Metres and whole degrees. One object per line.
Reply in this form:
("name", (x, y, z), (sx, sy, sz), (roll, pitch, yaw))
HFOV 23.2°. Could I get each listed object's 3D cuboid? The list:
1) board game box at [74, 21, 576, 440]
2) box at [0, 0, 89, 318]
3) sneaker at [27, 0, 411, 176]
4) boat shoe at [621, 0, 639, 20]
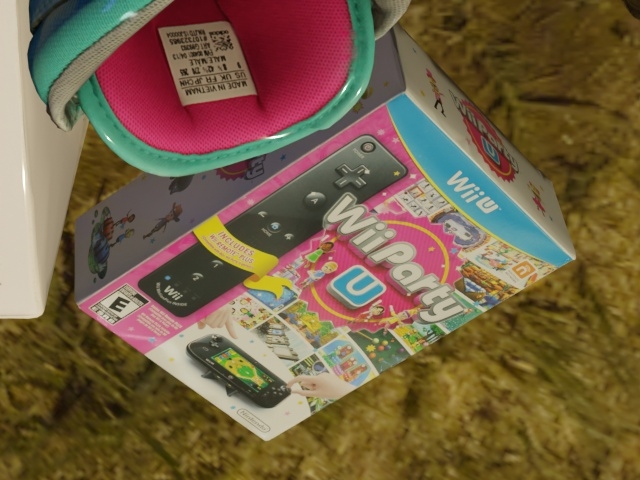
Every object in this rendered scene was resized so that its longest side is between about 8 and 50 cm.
("board game box", (0.000, 0.000, 1.173), (0.303, 0.098, 0.224), (-33, 129, 22))
("box", (-0.227, -0.116, 0.770), (0.214, 0.345, 0.168), (0, 118, -3))
("sneaker", (-0.057, -0.109, 0.482), (0.123, 0.295, 0.179), (-19, 96, -19))
("boat shoe", (0.209, -0.163, 0.703), (0.073, 0.223, 0.080), (-21, 85, -22))
